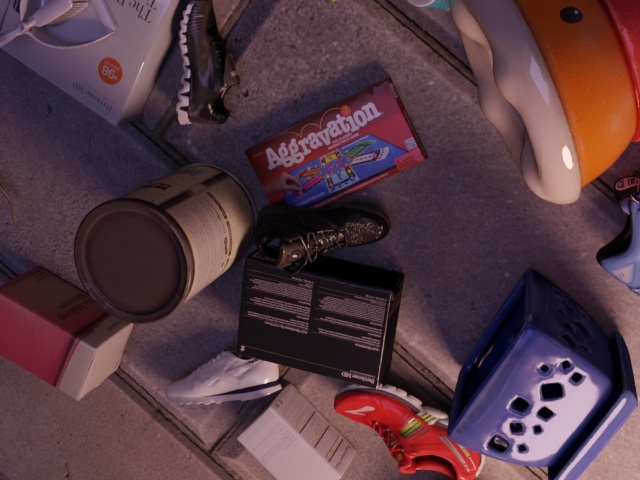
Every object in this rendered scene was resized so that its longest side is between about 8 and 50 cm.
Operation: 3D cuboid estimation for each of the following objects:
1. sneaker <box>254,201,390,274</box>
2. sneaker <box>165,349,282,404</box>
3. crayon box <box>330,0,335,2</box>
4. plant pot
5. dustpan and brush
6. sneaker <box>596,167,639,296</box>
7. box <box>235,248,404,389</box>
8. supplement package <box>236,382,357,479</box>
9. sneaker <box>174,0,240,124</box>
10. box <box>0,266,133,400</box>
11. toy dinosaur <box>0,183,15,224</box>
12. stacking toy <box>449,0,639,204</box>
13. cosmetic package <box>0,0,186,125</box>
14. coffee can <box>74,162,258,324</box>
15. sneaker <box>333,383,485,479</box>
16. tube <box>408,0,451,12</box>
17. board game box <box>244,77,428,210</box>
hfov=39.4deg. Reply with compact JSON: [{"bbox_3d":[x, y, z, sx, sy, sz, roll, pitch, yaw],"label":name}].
[{"bbox_3d":[0.000,0.000,1.468,0.227,0.130,0.087,2,128,6],"label":"sneaker"},{"bbox_3d":[-0.184,0.251,1.659,0.235,0.090,0.095,-12,90,18],"label":"sneaker"},{"bbox_3d":[0.168,-0.435,1.247,0.318,0.202,0.081,-18,100,22],"label":"crayon box"},{"bbox_3d":[0.348,0.220,1.378,0.212,0.236,0.236,31,113,2],"label":"plant pot"},{"bbox_3d":[-0.456,-0.362,1.459,0.211,0.060,0.147,-21,100,24],"label":"dustpan and brush"},{"bbox_3d":[0.506,-0.069,1.284,0.147,0.130,0.330,27,114,7],"label":"sneaker"},{"bbox_3d":[-0.003,0.127,1.537,0.261,0.103,0.184,13,108,15],"label":"box"},{"bbox_3d":[-0.042,0.371,1.625,0.179,0.105,0.105,45,114,2],"label":"supplement package"},{"bbox_3d":[-0.179,-0.297,1.482,0.106,0.078,0.234,13,114,12],"label":"sneaker"},{"bbox_3d":[-0.499,0.172,1.698,0.232,0.148,0.127,28,113,8],"label":"box"},{"bbox_3d":[-0.648,-0.128,1.713,0.211,0.064,0.112,25,132,20],"label":"toy dinosaur"},{"bbox_3d":[0.444,-0.290,1.189,0.480,0.350,0.351,-24,98,5],"label":"stacking toy"},{"bbox_3d":[-0.421,-0.417,1.516,0.377,0.097,0.284,34,117,6],"label":"cosmetic package"},{"bbox_3d":[-0.245,-0.004,1.484,0.201,0.275,0.201,6,108,18],"label":"coffee can"},{"bbox_3d":[0.144,0.333,1.524,0.279,0.118,0.107,21,147,13],"label":"sneaker"},{"bbox_3d":[0.170,-0.360,1.265,0.052,0.207,0.080,24,113,15],"label":"tube"},{"bbox_3d":[0.022,-0.144,1.484,0.281,0.027,0.145,-24,97,24],"label":"board game box"}]
